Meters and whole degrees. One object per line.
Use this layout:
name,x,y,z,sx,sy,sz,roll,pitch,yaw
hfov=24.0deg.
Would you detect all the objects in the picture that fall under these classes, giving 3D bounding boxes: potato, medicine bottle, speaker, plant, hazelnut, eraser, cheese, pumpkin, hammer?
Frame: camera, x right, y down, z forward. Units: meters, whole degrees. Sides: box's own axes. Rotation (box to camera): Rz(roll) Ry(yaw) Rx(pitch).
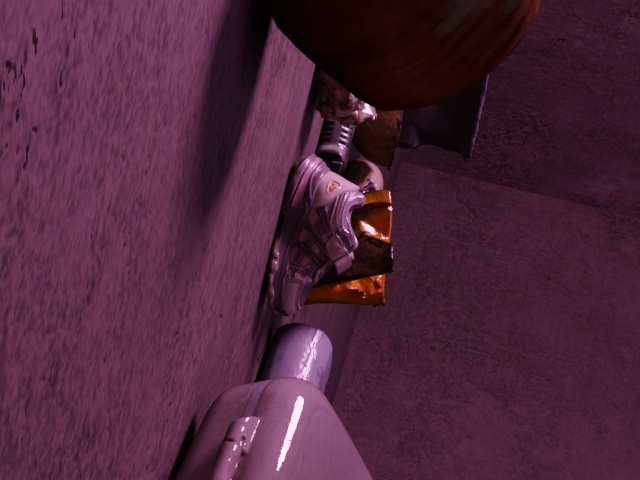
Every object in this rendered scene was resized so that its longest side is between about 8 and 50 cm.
potato,0.071,-0.180,2.085,0.200,0.081,0.164,96,1,-79
medicine bottle,-0.052,0.313,1.274,0.282,0.123,0.375,62,31,-32
speaker,0.164,-0.240,2.358,0.388,0.184,0.180,-62,165,-76
plant,0.054,-0.178,1.654,0.116,0.122,0.104,-26,119,-75
hazelnut,0.060,-0.205,1.153,0.186,0.210,0.210,50,-41,44
eraser,-0.052,0.237,1.803,0.174,0.081,0.227,104,2,-49
cheese,0.035,-0.023,2.148,0.249,0.071,0.163,-57,161,-74
pumpkin,0.015,0.007,1.788,0.254,0.149,0.130,82,2,-81
hammer,0.023,-0.135,1.856,0.159,0.041,0.226,94,12,-73

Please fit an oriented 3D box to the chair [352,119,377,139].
chair,0.036,-0.176,1.960,0.086,0.042,0.037,59,30,-26

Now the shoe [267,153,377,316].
shoe,0.000,0.000,1.643,0.089,0.092,0.180,-20,124,-84
